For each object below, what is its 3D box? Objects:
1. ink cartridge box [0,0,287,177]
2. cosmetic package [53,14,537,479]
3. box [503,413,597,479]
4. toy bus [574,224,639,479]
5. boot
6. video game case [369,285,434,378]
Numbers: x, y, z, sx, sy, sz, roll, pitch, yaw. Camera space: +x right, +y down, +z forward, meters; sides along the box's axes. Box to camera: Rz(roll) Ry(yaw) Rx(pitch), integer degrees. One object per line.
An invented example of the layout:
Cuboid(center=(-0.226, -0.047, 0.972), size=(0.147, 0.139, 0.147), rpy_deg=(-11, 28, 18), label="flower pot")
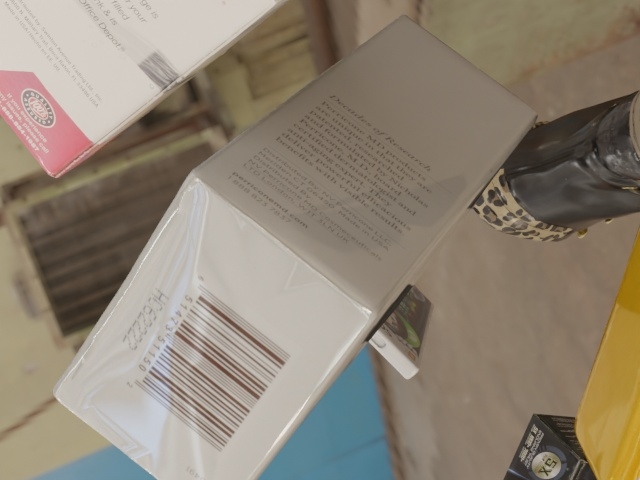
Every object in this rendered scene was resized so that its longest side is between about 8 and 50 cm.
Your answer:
Cuboid(center=(-0.144, -0.200, 1.114), size=(0.283, 0.117, 0.207), rpy_deg=(-31, 100, 43), label="ink cartridge box")
Cuboid(center=(0.000, 0.000, 1.287), size=(0.161, 0.230, 0.453), rpy_deg=(38, -151, 5), label="cosmetic package")
Cuboid(center=(0.250, 0.240, 1.439), size=(0.077, 0.180, 0.147), rpy_deg=(47, 121, 51), label="box")
Cuboid(center=(0.300, 0.052, 1.229), size=(0.108, 0.130, 0.333), rpy_deg=(-108, 21, -46), label="toy bus")
Cuboid(center=(0.355, -0.084, 1.638), size=(0.284, 0.377, 0.138), rpy_deg=(-17, 82, 48), label="boot")
Cuboid(center=(0.054, 0.052, 1.784), size=(0.173, 0.022, 0.190), rpy_deg=(46, -161, -8), label="video game case")
